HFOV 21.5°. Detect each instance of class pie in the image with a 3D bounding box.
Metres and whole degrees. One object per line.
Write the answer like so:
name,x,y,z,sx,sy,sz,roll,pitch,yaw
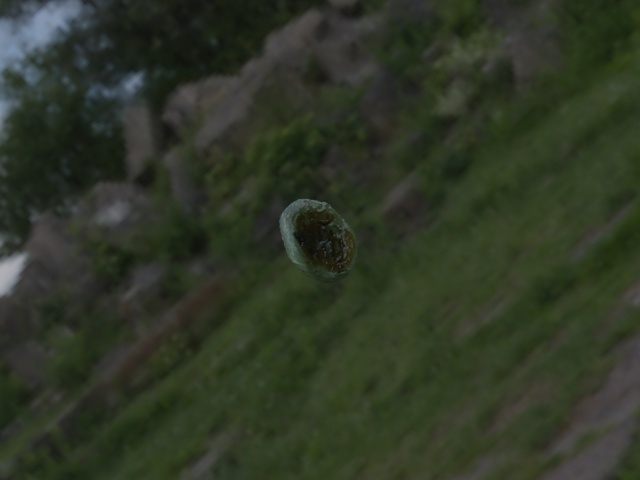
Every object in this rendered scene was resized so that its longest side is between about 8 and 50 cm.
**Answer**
pie,0.000,0.000,1.483,0.017,0.085,0.085,-30,8,43
